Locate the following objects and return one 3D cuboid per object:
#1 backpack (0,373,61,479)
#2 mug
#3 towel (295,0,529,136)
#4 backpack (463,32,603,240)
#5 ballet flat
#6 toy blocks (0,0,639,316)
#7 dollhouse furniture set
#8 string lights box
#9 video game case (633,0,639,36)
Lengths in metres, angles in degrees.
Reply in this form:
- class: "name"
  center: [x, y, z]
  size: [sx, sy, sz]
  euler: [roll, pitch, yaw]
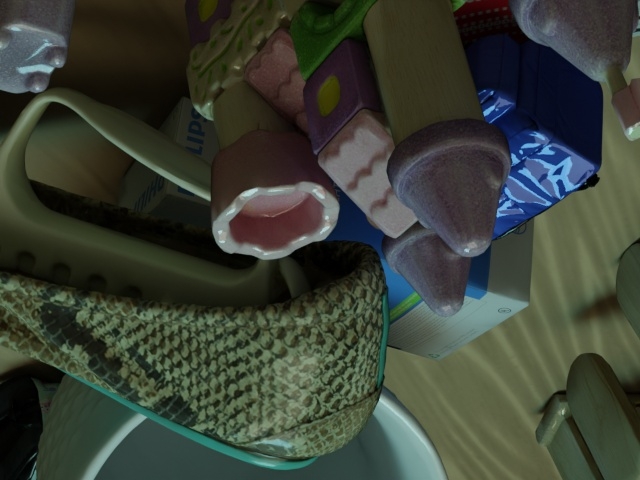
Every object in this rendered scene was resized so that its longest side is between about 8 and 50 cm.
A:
- class: "backpack"
  center: [-0.253, 0.198, 1.333]
  size: [0.115, 0.152, 0.182]
  euler: [4, 138, -35]
- class: "mug"
  center: [-0.089, 0.224, 1.124]
  size: [0.276, 0.374, 0.328]
  euler: [8, -171, -17]
- class: "towel"
  center: [0.063, -0.102, 0.956]
  size: [0.199, 0.031, 0.275]
  euler: [-11, 153, 2]
- class: "backpack"
  center: [0.104, -0.063, 0.915]
  size: [0.101, 0.098, 0.120]
  euler: [36, 132, -16]
- class: "ballet flat"
  center: [-0.187, -0.013, 0.867]
  size: [0.482, 0.164, 0.182]
  euler: [15, 117, 6]
- class: "toy blocks"
  center: [0.017, -0.090, 0.678]
  size: [0.309, 0.260, 0.288]
  euler: [13, 140, -33]
- class: "dollhouse furniture set"
  center: [0.392, 0.146, 1.410]
  size: [0.362, 0.256, 0.394]
  euler: [2, 130, -21]
- class: "string lights box"
  center: [0.000, 0.000, 1.004]
  size: [0.259, 0.077, 0.133]
  euler: [17, 152, -19]
- class: "video game case"
  center: [0.229, -0.175, 0.877]
  size: [0.157, 0.019, 0.143]
  euler: [-11, 152, 6]
